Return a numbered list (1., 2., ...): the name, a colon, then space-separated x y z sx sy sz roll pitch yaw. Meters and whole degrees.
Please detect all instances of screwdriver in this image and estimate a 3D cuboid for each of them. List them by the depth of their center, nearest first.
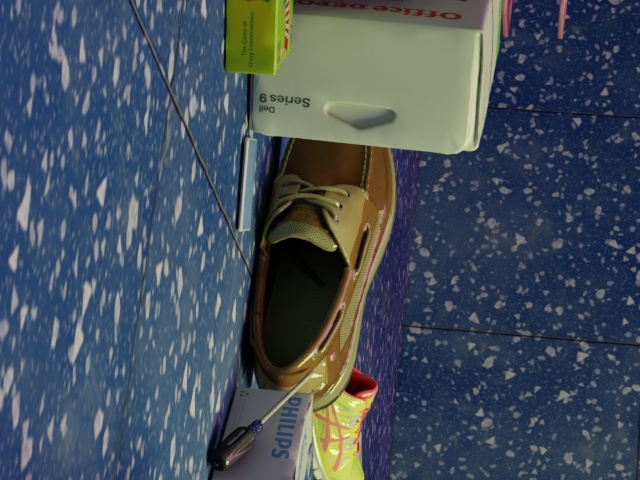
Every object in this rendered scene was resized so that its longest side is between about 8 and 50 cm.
1. screwdriver: -0.045 0.155 1.619 0.170 0.025 0.024 -37 114 -46

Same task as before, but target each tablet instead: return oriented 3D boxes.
1. tablet: -0.066 -0.050 1.635 0.054 0.006 0.083 -14 109 -83

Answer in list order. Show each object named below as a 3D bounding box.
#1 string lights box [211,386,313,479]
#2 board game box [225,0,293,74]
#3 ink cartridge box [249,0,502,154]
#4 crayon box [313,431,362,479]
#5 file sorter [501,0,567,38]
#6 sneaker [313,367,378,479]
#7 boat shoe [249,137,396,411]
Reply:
1. string lights box: -0.049 0.279 1.690 0.133 0.076 0.260 -76 169 -56
2. board game box: -0.048 -0.236 1.501 0.092 0.043 0.181 -69 162 -69
3. ink cartridge box: 0.060 -0.195 1.723 0.289 0.211 0.121 -72 165 -65
4. crayon box: -0.011 0.392 2.061 0.323 0.083 0.203 -78 170 -51
5. file sorter: 0.153 -0.343 2.107 0.202 0.290 0.182 47 51 -81
6. sneaker: 0.020 0.181 1.918 0.081 0.094 0.208 -95 168 -57
7. boat shoe: 0.000 0.000 1.756 0.120 0.122 0.324 61 34 -68
